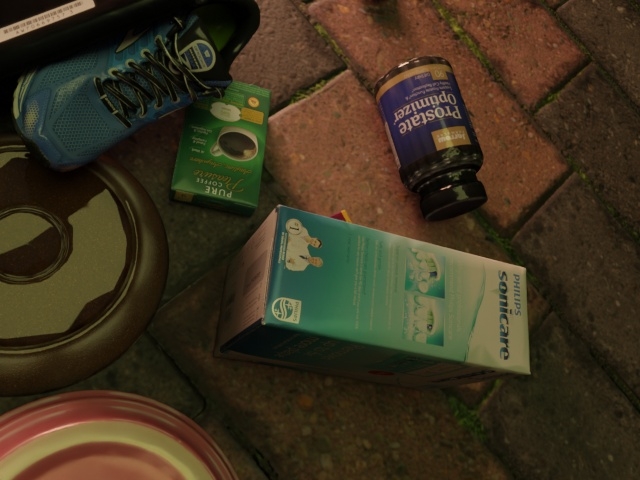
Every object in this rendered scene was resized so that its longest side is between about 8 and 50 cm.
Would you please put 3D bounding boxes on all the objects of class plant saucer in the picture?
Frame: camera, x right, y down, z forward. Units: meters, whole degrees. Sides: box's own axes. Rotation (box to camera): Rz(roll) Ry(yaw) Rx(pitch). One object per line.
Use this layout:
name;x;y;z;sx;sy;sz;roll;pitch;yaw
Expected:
plant saucer;-0.322;0.009;0.628;0.311;0.050;0.310;7;69;-19
plant saucer;-0.208;0.296;0.518;0.332;0.084;0.331;14;58;-23

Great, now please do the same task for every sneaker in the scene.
sneaker;-0.190;-0.198;0.641;0.330;0.147;0.129;-52;132;-29

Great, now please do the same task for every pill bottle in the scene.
pill bottle;0.165;-0.145;0.845;0.123;0.123;0.219;-9;75;-25

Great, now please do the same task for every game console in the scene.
game console;-0.331;-0.324;0.642;0.387;0.060;0.341;-25;69;-6

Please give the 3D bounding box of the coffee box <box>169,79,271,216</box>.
coffee box;-0.130;-0.129;0.762;0.113;0.040;0.184;11;67;-18

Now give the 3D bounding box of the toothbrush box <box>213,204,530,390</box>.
toothbrush box;0.050;0.084;0.660;0.296;0.216;0.126;13;67;-19

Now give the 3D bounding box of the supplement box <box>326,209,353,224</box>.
supplement box;0.000;0.000;0.761;0.083;0.055;0.043;-24;82;-27
